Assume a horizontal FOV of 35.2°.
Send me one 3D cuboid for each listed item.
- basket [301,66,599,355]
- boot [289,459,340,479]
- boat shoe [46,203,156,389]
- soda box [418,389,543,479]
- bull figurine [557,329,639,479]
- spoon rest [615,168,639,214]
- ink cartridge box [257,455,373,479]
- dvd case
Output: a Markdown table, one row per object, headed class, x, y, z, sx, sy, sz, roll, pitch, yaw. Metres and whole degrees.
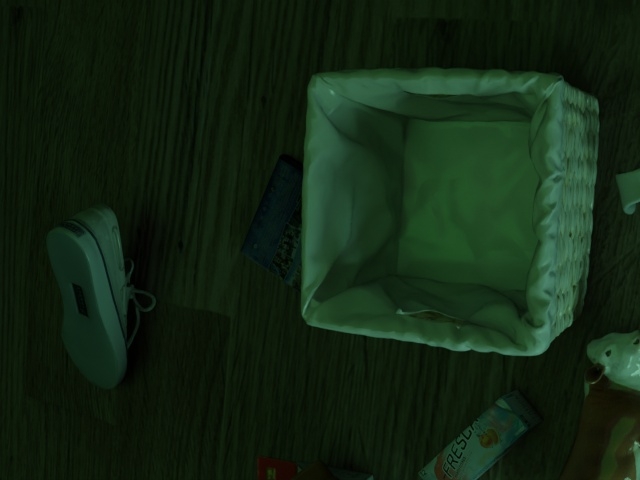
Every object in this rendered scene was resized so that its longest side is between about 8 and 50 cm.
| class | x | y | z | sx | sy | sz | roll | pitch | yaw |
| --- | --- | --- | --- | --- | --- | --- | --- | --- | --- |
| basket | 0.175 | -0.044 | 1.299 | 0.328 | 0.266 | 0.332 | 5 | 95 | 29 |
| boot | 0.054 | 0.410 | 1.466 | 0.283 | 0.109 | 0.220 | -42 | 52 | 15 |
| boat shoe | -0.371 | 0.089 | 1.761 | 0.135 | 0.156 | 0.367 | 18 | 131 | 27 |
| soda box | 0.223 | 0.290 | 1.416 | 0.058 | 0.063 | 0.183 | 50 | 117 | 20 |
| bull figurine | 0.392 | 0.269 | 1.281 | 0.188 | 0.101 | 0.311 | 24 | 105 | 28 |
| spoon rest | 0.474 | -0.086 | 1.176 | 0.276 | 0.084 | 0.137 | -17 | 83 | 34 |
| ink cartridge box | -0.022 | 0.446 | 1.594 | 0.224 | 0.056 | 0.181 | 2 | 93 | 32 |
| dvd case | 0.000 | 0.000 | 1.573 | 0.253 | 0.022 | 0.180 | 33 | 109 | 28 |
